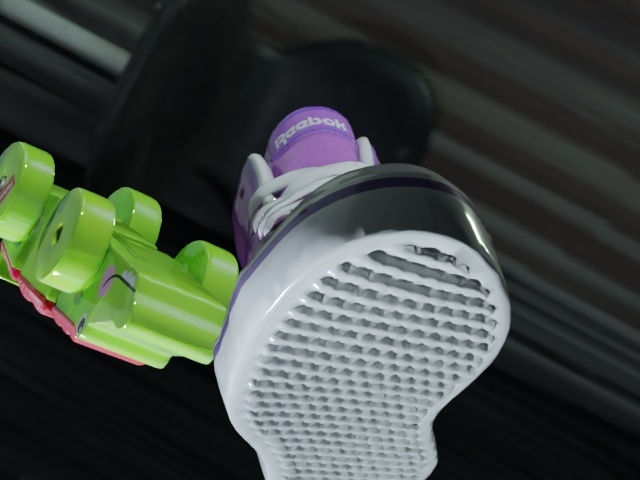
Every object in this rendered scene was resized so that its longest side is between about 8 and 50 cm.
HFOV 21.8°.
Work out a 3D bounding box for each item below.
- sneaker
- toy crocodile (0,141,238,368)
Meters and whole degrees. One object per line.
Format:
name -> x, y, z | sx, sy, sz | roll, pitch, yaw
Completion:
sneaker -> -0.001, 0.000, 0.670 | 0.282, 0.102, 0.161 | 105, -22, -67
toy crocodile -> -0.150, 0.018, 1.092 | 0.105, 0.115, 0.340 | -65, -150, 3
